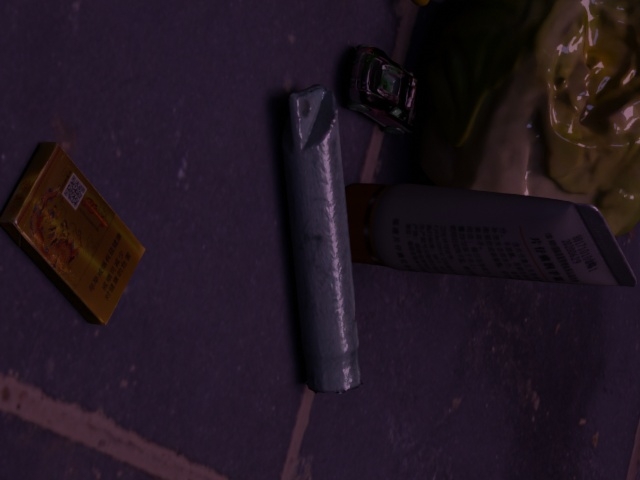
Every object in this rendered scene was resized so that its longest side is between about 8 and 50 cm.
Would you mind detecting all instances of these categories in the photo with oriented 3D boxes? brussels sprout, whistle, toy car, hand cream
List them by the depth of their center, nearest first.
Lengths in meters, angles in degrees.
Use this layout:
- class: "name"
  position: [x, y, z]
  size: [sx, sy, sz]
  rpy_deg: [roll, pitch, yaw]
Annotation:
- class: "whistle"
  position: [0.000, 0.000, 1.964]
  size: [0.062, 0.062, 0.312]
  rpy_deg: [-26, 115, -52]
- class: "hand cream"
  position: [0.158, -0.008, 1.972]
  size: [0.089, 0.314, 0.139]
  rpy_deg: [-63, 143, -25]
- class: "toy car"
  position: [0.074, -0.157, 2.059]
  size: [0.142, 0.055, 0.069]
  rpy_deg: [26, 71, -57]
- class: "brussels sprout"
  position: [0.250, -0.152, 2.111]
  size: [0.268, 0.344, 0.344]
  rpy_deg: [38, 61, -27]

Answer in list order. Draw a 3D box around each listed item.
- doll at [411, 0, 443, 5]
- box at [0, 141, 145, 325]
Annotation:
- class: "doll"
  position: [0.108, -0.304, 2.096]
  size: [0.135, 0.071, 0.113]
  rpy_deg: [58, 30, -49]
- class: "box"
  position: [-0.212, -0.004, 1.684]
  size: [0.156, 0.022, 0.089]
  rpy_deg: [52, 51, -45]
